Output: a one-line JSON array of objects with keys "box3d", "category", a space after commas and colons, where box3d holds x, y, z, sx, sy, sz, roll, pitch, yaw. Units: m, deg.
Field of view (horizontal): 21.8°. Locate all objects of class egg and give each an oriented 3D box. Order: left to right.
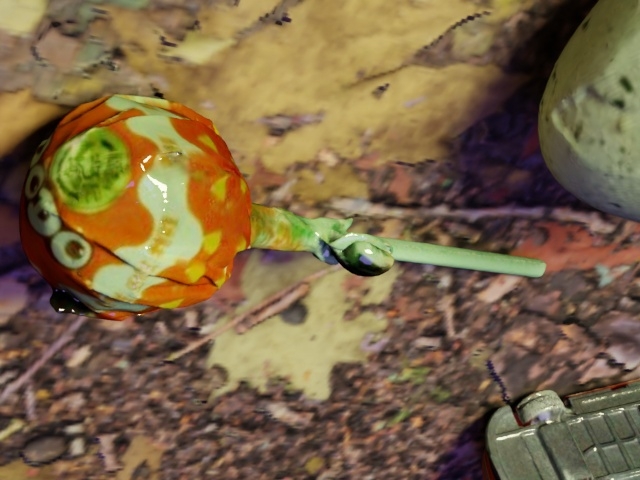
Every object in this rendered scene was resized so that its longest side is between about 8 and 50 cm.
[{"box3d": [0.166, -0.064, 0.668, 0.164, 0.131, 0.131, -29, 138, 12], "category": "egg"}]

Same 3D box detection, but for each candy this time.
[{"box3d": [0.000, 0.002, 0.705, 0.287, 0.078, 0.084, 10, 123, -44], "category": "candy"}]

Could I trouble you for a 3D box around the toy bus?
[{"box3d": [0.167, 0.118, 0.890, 0.174, 0.079, 0.077, -12, 145, -16], "category": "toy bus"}]
